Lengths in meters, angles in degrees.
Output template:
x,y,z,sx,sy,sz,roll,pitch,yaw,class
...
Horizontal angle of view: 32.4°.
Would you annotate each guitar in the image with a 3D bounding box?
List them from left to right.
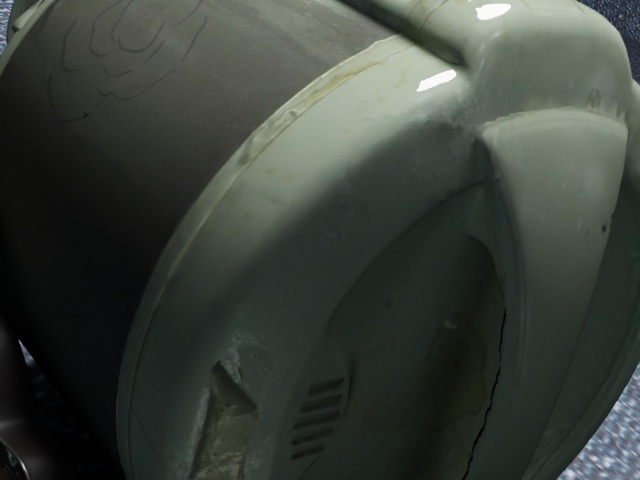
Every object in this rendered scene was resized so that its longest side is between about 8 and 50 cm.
x,y,z,sx,sy,sz,roll,pitch,yaw,class
-0.107,0.124,0.426,0.025,0.088,0.233,-4,42,-44,guitar

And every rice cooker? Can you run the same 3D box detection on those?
x,y,z,sx,sy,sz,roll,pitch,yaw,class
0.003,0.001,0.511,0.288,0.289,0.277,1,26,-40,rice cooker

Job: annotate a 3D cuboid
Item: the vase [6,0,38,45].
x,y,z,sx,sy,sz,roll,pitch,yaw,class
-0.151,-0.171,0.996,0.248,0.128,0.128,18,20,-33,vase
